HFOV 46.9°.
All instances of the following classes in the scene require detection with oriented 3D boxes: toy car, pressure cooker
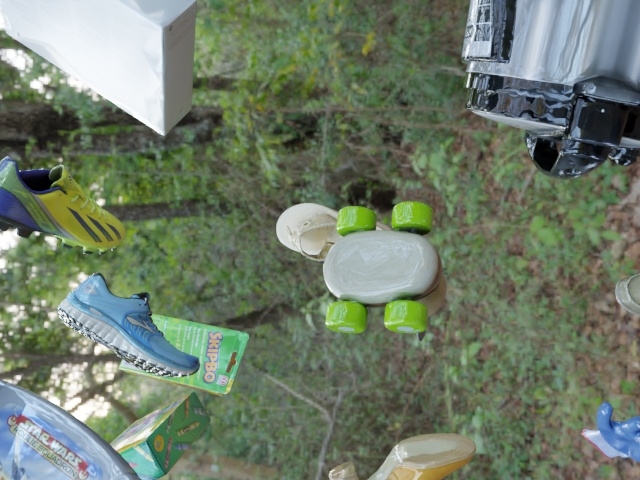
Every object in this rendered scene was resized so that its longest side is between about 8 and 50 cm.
[{"bbox_3d":[0.103,0.058,0.963,0.188,0.149,0.155,40,-129,-57],"label":"toy car"},{"bbox_3d":[0.426,-0.305,1.183,0.376,0.370,0.420,23,108,44],"label":"pressure cooker"}]

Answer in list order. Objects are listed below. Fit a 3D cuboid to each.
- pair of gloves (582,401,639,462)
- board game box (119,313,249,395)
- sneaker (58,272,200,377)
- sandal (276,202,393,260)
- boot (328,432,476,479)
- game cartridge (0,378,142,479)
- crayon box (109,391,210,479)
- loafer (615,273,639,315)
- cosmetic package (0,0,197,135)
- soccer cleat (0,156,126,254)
[{"bbox_3d":[0.370,0.245,0.794,0.023,0.198,0.159,-46,-7,-16],"label":"pair of gloves"},{"bbox_3d":[-0.262,0.220,1.437,0.039,0.260,0.124,50,-128,-53],"label":"board game box"},{"bbox_3d":[-0.192,0.091,0.788,0.063,0.162,0.073,-18,39,58],"label":"sneaker"},{"bbox_3d":[0.000,-0.006,1.165,0.079,0.240,0.088,-18,-68,-51],"label":"sandal"},{"bbox_3d":[0.172,0.498,1.405,0.104,0.295,0.211,-89,-18,-75],"label":"boot"},{"bbox_3d":[-0.317,0.272,0.773,0.198,0.297,0.062,-56,-17,-14],"label":"game cartridge"},{"bbox_3d":[-0.351,0.419,1.511,0.081,0.165,0.278,61,-168,-2],"label":"crayon box"},{"bbox_3d":[0.431,0.061,0.887,0.050,0.148,0.056,98,173,-64],"label":"loafer"},{"bbox_3d":[-0.394,-0.386,1.277,0.097,0.377,0.284,-53,-7,-31],"label":"cosmetic package"},{"bbox_3d":[-0.408,-0.054,1.188,0.289,0.093,0.121,20,-85,-60],"label":"soccer cleat"}]
